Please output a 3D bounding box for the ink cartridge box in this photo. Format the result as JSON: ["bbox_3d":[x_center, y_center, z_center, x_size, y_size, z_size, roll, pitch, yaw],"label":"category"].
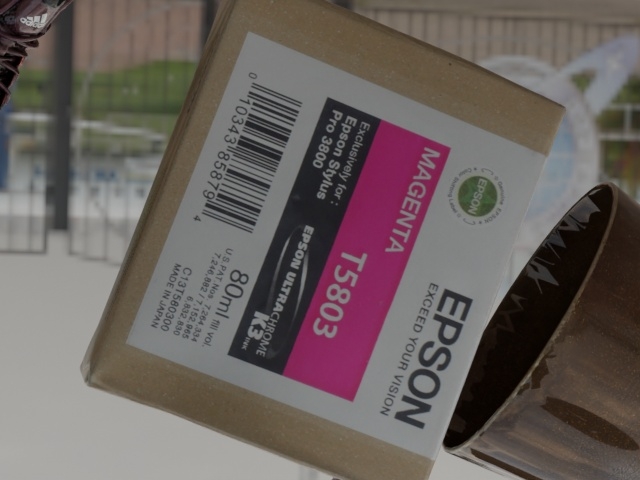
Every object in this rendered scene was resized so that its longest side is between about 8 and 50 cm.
[{"bbox_3d":[0.000,0.000,0.872,0.193,0.235,0.088,21,177,-9],"label":"ink cartridge box"}]

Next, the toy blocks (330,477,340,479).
[{"bbox_3d":[-0.049,0.427,1.837,0.260,0.288,0.309,-11,-169,23],"label":"toy blocks"}]

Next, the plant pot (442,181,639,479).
[{"bbox_3d":[0.237,0.110,1.100,0.230,0.215,0.215,31,180,-3],"label":"plant pot"}]

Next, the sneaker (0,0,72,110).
[{"bbox_3d":[-0.285,-0.154,1.349,0.162,0.281,0.106,-12,157,36],"label":"sneaker"}]
